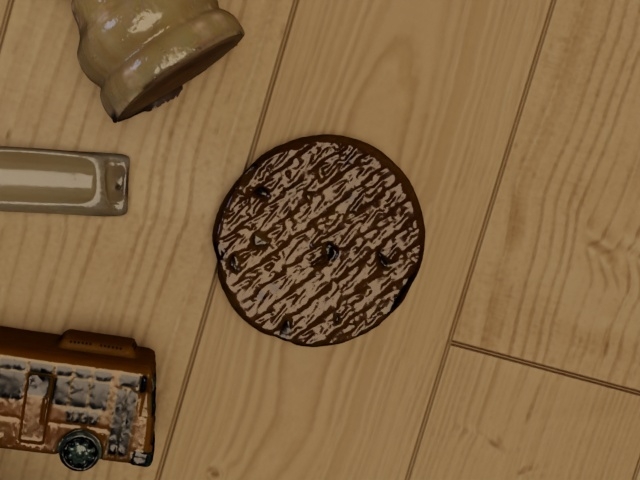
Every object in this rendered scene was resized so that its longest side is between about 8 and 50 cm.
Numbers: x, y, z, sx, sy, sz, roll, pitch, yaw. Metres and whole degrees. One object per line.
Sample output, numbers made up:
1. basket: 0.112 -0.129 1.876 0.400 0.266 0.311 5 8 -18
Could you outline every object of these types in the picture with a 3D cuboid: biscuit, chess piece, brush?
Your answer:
1. biscuit: 0.000 0.000 0.916 0.212 0.036 0.212 -1 96 -11
2. chess piece: -0.194 -0.243 0.810 0.142 0.143 0.261 -36 96 -5
3. brush: -0.336 -0.058 0.848 0.320 0.050 0.060 2 93 -18

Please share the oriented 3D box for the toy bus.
1. toy bus: -0.245 0.137 0.857 0.200 0.098 0.114 9 95 -10
